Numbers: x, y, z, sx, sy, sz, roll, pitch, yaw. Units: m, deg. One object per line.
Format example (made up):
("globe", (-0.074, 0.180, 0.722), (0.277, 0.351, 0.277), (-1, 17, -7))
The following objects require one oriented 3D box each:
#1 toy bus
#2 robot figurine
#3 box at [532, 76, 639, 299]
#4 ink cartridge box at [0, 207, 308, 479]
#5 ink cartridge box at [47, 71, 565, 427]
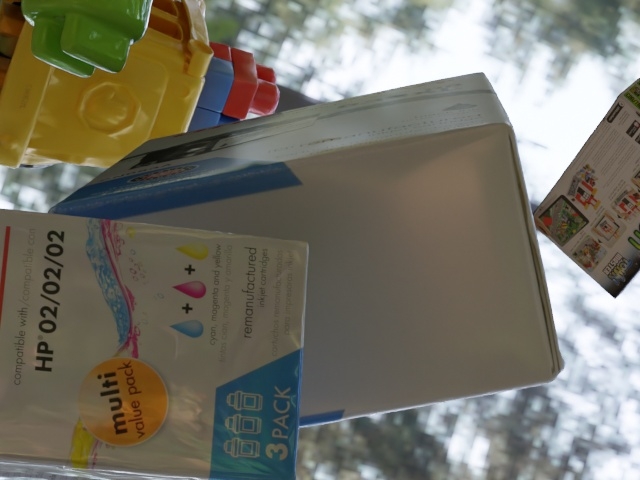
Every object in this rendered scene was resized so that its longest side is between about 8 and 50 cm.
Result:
("toy bus", (-0.139, -0.136, 1.298), (0.220, 0.211, 0.149), (-108, -146, -59))
("robot figurine", (-0.119, -0.146, 0.947), (0.101, 0.067, 0.115), (-2, -107, 45))
("box", (0.277, -0.043, 1.632), (0.036, 0.114, 0.207), (-40, 168, -35))
("ink cartridge box", (-0.101, 0.047, 0.739), (0.061, 0.181, 0.104), (124, -30, -69))
("ink cartridge box", (0.000, 0.000, 0.969), (0.307, 0.223, 0.129), (-72, 150, -80))
